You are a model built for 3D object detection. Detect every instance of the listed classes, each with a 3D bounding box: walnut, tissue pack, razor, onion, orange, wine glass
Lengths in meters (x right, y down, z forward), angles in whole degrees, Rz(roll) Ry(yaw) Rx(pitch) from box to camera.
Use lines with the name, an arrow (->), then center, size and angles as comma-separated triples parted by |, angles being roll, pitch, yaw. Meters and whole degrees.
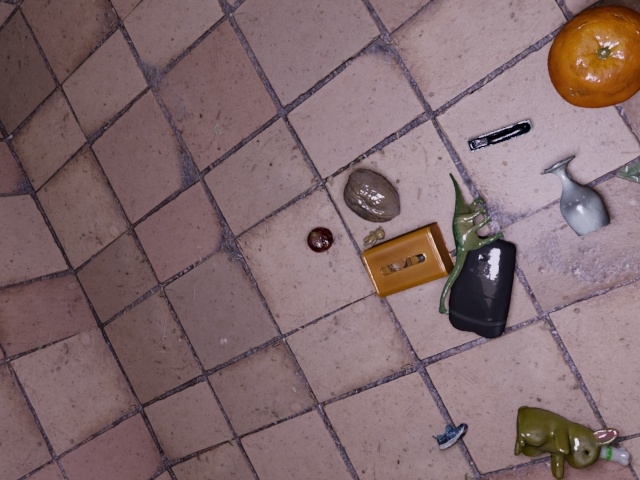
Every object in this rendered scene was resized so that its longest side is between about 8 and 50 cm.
walnut -> 0.191, -0.154, 1.917 | 0.230, 0.178, 0.178 | 33, 111, 13
tissue pack -> 0.316, 0.071, 1.905 | 0.275, 0.145, 0.194 | -23, 86, 26
razor -> 0.555, 0.156, 1.819 | 0.205, 0.113, 0.348 | 10, 103, 28
onion -> 0.000, 0.000, 2.076 | 0.107, 0.097, 0.107 | -8, 57, 12
orange -> 0.807, -0.524, 1.515 | 0.284, 0.226, 0.283 | 8, 107, 26
wine glass -> 0.797, -0.138, 1.646 | 0.126, 0.126, 0.241 | -29, 85, 27

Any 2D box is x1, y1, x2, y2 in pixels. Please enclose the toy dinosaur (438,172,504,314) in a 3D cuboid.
toy dinosaur -> 0.449, -0.001, 1.786 | 0.301, 0.087, 0.447 | -38, 51, 24

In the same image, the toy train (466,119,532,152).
toy train -> 0.594, -0.346, 1.749 | 0.208, 0.047, 0.043 | -17, 92, 26

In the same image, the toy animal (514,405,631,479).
toy animal -> 0.822, 0.680, 1.740 | 0.363, 0.180, 0.181 | 14, 141, 29

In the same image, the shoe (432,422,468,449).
shoe -> 0.493, 0.728, 1.983 | 0.143, 0.064, 0.071 | -45, 60, 20

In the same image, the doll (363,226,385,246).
doll -> 0.201, -0.015, 1.994 | 0.093, 0.051, 0.061 | -17, 51, 16

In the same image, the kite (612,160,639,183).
kite -> 1.054, -0.238, 1.566 | 0.323, 0.013, 0.267 | -31, 86, 25
